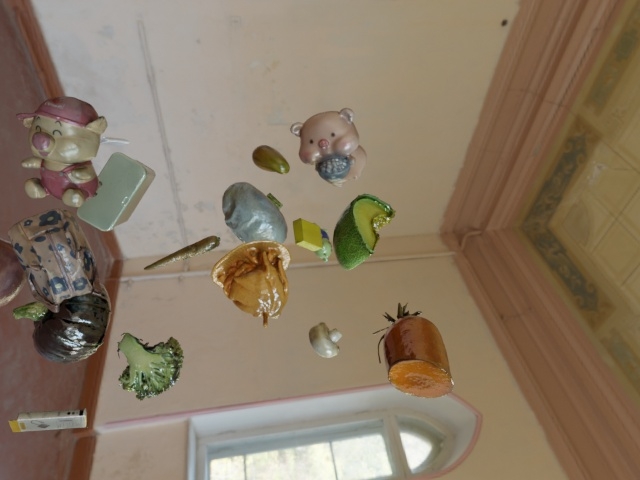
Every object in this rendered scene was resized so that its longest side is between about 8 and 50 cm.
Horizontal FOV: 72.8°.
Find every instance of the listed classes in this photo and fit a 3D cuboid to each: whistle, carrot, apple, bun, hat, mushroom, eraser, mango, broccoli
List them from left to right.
[{"bbox_3d":[-1.103,0.098,1.385,0.305,0.306,0.234,113,-10,-70],"label":"apple"},{"bbox_3d":[-0.655,0.472,1.689,0.273,0.242,0.180,41,-10,10],"label":"broccoli"},{"bbox_3d":[-0.431,0.044,1.358,0.049,0.255,0.049,159,-90,-87],"label":"carrot"},{"bbox_3d":[-0.300,-0.094,1.935,0.362,0.211,0.362,40,-10,8],"label":"bun"},{"bbox_3d":[-0.186,0.159,1.259,0.233,0.245,0.233,-110,-154,-45],"label":"hat"},{"bbox_3d":[-0.199,-0.321,1.737,0.099,0.136,0.227,-59,-142,3],"label":"mango"},{"bbox_3d":[-0.048,-0.022,1.637,0.122,0.045,0.097,24,53,-51],"label":"eraser"},{"bbox_3d":[0.000,0.000,1.946,0.227,0.085,0.105,-108,-175,-48],"label":"whistle"},{"bbox_3d":[0.024,0.390,1.707,0.154,0.123,0.154,60,-2,3],"label":"mushroom"},{"bbox_3d":[0.292,0.350,1.375,0.193,0.214,0.331,44,24,-17],"label":"carrot"}]

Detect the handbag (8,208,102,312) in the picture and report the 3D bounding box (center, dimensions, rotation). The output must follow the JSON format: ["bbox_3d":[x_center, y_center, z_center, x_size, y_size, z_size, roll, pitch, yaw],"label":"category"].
[{"bbox_3d":[-0.752,0.064,1.248,0.193,0.190,0.251,41,-36,34],"label":"handbag"}]

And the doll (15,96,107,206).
[{"bbox_3d":[-0.619,-0.216,1.041,0.152,0.196,0.255,-129,-133,-65],"label":"doll"}]

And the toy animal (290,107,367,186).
[{"bbox_3d":[0.049,-0.298,1.415,0.221,0.210,0.229,-7,81,-70],"label":"toy animal"}]

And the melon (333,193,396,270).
[{"bbox_3d":[0.093,-0.026,1.227,0.169,0.129,0.265,-44,-174,35],"label":"melon"}]

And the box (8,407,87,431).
[{"bbox_3d":[-1.024,0.682,1.643,0.129,0.248,0.033,120,-33,-43],"label":"box"}]

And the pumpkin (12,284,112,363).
[{"bbox_3d":[-0.866,0.256,1.467,0.296,0.296,0.295,176,-90,-81],"label":"pumpkin"}]

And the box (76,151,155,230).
[{"bbox_3d":[-0.979,-0.241,2.122,0.351,0.178,0.344,-58,-166,0],"label":"box"}]

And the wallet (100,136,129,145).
[{"bbox_3d":[-0.809,-0.386,1.689,0.122,0.061,0.025,-27,113,-71],"label":"wallet"}]

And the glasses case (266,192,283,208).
[{"bbox_3d":[-0.313,-0.129,2.199,0.272,0.095,0.062,-35,-162,38],"label":"glasses case"}]
